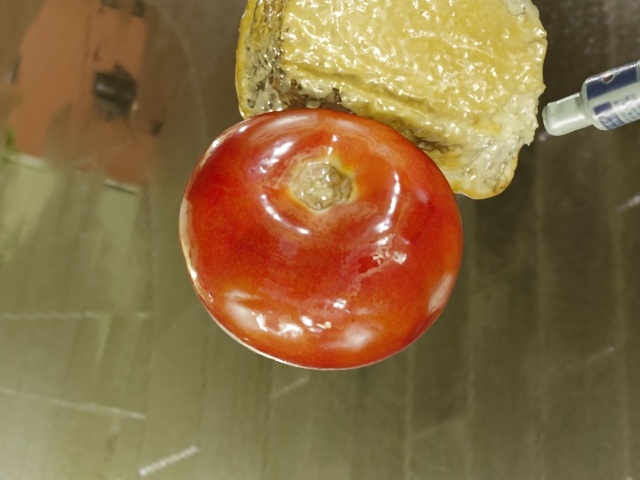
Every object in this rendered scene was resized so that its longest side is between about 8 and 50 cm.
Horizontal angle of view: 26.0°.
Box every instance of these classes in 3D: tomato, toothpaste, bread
[{"bbox_3d":[0.000,0.000,0.952,0.136,0.195,0.195,97,174,-56],"label":"tomato"},{"bbox_3d":[0.235,-0.106,0.861,0.216,0.062,0.037,-18,75,36],"label":"toothpaste"},{"bbox_3d":[0.061,-0.137,1.064,0.121,0.245,0.174,158,125,-68],"label":"bread"}]
